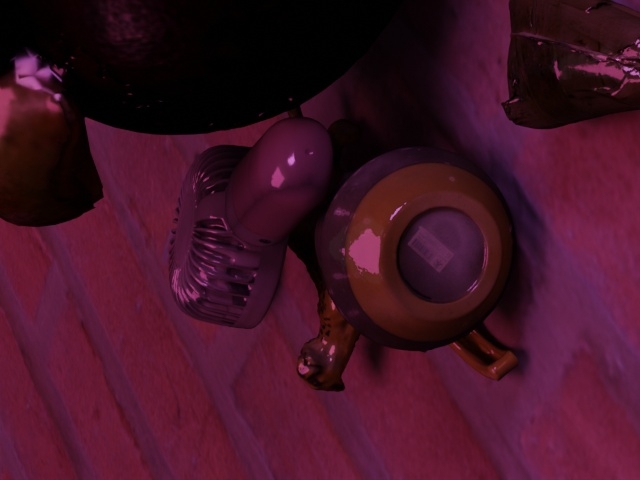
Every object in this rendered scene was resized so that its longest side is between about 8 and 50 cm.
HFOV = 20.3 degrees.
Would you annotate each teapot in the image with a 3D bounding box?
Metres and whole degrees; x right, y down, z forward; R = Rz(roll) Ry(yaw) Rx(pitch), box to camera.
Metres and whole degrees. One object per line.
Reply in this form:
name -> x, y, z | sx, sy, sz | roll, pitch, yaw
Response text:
teapot -> 0.067, 0.018, 1.155 | 0.166, 0.130, 0.119 | 56, 169, -15

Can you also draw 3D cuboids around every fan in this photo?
fan -> -0.044, -0.019, 1.230 | 0.244, 0.074, 0.130 | 140, 137, -66

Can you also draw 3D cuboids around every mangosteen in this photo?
mangosteen -> -0.122, -0.226, 1.130 | 0.381, 0.421, 0.381 | 32, 154, 18

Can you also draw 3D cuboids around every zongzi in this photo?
zongzi -> 0.165, -0.136, 1.015 | 0.154, 0.062, 0.131 | -10, 75, 53

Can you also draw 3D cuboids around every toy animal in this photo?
toy animal -> 0.000, 0.000, 1.295 | 0.181, 0.073, 0.136 | 63, 146, 31
